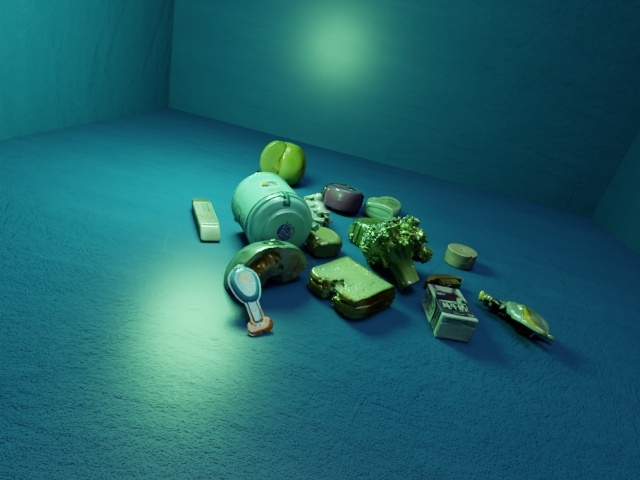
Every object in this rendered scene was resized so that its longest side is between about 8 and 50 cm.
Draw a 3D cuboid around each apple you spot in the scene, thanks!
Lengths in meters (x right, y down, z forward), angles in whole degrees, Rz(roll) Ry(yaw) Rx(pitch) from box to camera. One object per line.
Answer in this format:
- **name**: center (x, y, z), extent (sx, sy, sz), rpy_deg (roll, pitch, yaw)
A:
- **apple**: center (-0.233, -0.485, 2.534), extent (0.292, 0.254, 0.292), rpy_deg (15, 21, -6)

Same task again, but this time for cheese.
- **cheese**: center (0.000, 0.000, 1.832), extent (0.175, 0.091, 0.202), rpy_deg (-5, 30, -34)
- **cheese**: center (-0.225, 0.184, 1.293), extent (0.106, 0.037, 0.256), rpy_deg (-9, 60, -30)

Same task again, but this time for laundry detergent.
- **laundry detergent**: center (0.381, -0.208, 2.443), extent (0.215, 0.105, 0.280), rpy_deg (19, 27, 14)
- **laundry detergent**: center (-0.201, -0.102, 1.705), extent (0.287, 0.287, 0.305), rpy_deg (0, 28, -28)

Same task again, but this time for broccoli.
- **broccoli**: center (0.322, 0.037, 1.714), extent (0.277, 0.317, 0.338), rpy_deg (-28, 11, 3)

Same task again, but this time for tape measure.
- **tape measure**: center (0.133, -0.245, 2.361), extent (0.231, 0.149, 0.245), rpy_deg (25, 20, 29)

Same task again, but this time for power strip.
- **power strip**: center (0.706, 0.079, 2.045), extent (0.154, 0.078, 0.154), rpy_deg (9, 24, -4)

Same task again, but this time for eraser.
- **eraser**: center (-0.516, -0.101, 1.808), extent (0.089, 0.061, 0.352), rpy_deg (0, 28, -25)

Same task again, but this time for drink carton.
- **drink carton**: center (0.475, 0.266, 1.514), extent (0.134, 0.102, 0.222), rpy_deg (9, 24, -5)

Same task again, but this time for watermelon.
- **watermelon**: center (-0.216, 0.059, 1.494), extent (0.322, 0.175, 0.188), rpy_deg (-10, 35, -43)

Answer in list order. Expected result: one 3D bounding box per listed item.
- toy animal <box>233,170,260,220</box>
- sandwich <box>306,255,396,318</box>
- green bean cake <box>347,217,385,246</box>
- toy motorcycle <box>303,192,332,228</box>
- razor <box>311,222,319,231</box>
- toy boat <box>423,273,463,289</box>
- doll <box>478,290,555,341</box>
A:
- **toy animal**: center (-0.340, -0.209, 1.985), extent (0.122, 0.185, 0.298), rpy_deg (19, 44, 0)
- **sandwich**: center (0.111, 0.174, 1.520), extent (0.249, 0.095, 0.273), rpy_deg (-12, 35, -44)
- **green bean cake**: center (0.265, -0.028, 1.999), extent (0.222, 0.125, 0.227), rpy_deg (-7, 27, -39)
- **toy motorcycle**: center (-0.024, -0.159, 2.059), extent (0.110, 0.171, 0.260), rpy_deg (-3, 27, -29)
- **razor**: center (-0.092, -0.080, 1.836), extent (0.111, 0.056, 0.278), rpy_deg (-36, 23, -22)
- **toy boat**: center (0.537, 0.187, 1.762), extent (0.200, 0.057, 0.077), rpy_deg (3, 33, -21)
- **doll**: center (0.776, 0.300, 1.603), extent (0.103, 0.145, 0.316), rpy_deg (-40, 41, -15)
